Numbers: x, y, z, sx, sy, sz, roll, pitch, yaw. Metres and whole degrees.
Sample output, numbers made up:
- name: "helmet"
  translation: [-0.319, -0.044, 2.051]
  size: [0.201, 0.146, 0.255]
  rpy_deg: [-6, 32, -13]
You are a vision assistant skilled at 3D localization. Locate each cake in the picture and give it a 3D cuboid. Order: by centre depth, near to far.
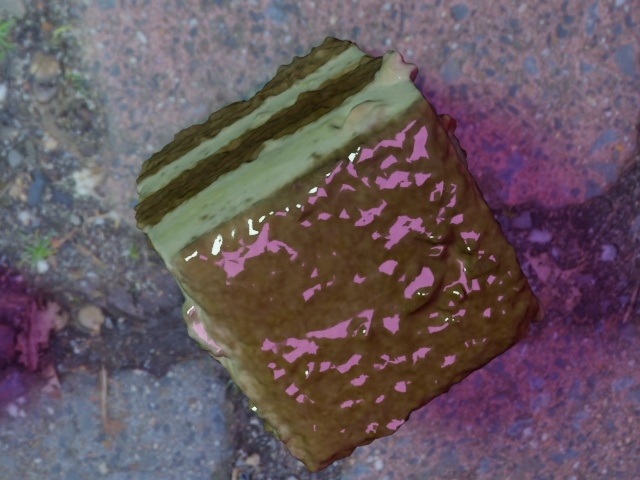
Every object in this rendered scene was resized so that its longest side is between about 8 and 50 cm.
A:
- name: "cake"
  translation: [0.000, 0.000, 0.748]
  size: [0.282, 0.290, 0.255]
  rpy_deg: [-33, 111, 3]
